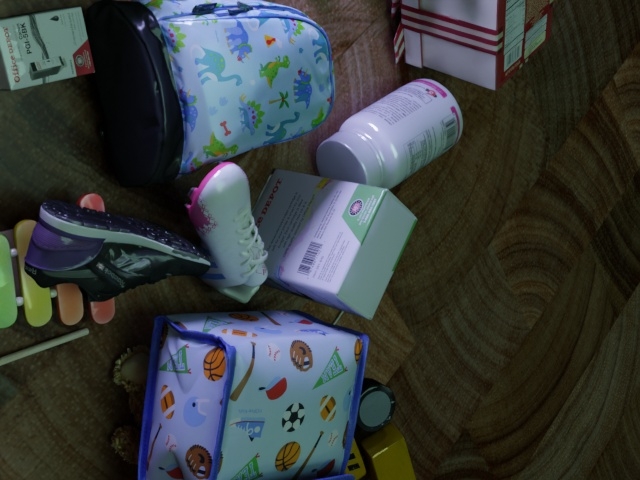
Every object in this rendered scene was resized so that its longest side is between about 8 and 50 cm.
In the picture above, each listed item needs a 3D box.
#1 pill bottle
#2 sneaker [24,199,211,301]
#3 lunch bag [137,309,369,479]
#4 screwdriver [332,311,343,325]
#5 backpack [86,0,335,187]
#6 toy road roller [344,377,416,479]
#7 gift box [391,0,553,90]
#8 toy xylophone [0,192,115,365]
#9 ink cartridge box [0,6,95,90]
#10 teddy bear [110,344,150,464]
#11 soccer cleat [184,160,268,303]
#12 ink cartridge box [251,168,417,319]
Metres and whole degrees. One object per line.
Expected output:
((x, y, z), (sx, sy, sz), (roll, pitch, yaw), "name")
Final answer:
((0.135, -0.195, 1.664), (0.283, 0.160, 0.160), (-34, 121, -33), "pill bottle")
((-0.300, 0.032, 1.251), (0.283, 0.107, 0.124), (16, 102, -40), "sneaker")
((-0.110, 0.324, 1.378), (0.328, 0.239, 0.385), (5, 98, -45), "lunch bag")
((0.054, 0.135, 1.757), (0.170, 0.024, 0.025), (-52, 159, -19), "screwdriver")
((-0.150, -0.255, 1.344), (0.355, 0.273, 0.290), (-23, 113, -49), "backpack")
((0.024, 0.411, 1.675), (0.240, 0.202, 0.330), (-29, 113, -22), "toy road roller")
((0.296, -0.458, 1.701), (0.255, 0.258, 0.276), (-40, 144, -32), "gift box")
((-0.422, 0.071, 1.253), (0.322, 0.081, 0.236), (-24, 115, -37), "toy xylophone")
((-0.404, -0.275, 1.211), (0.135, 0.056, 0.099), (-25, 116, -38), "ink cartridge box")
((-0.247, 0.316, 1.472), (0.245, 0.113, 0.338), (-47, 120, -34), "teddy bear")
((-0.134, -0.006, 1.364), (0.116, 0.143, 0.331), (-46, 168, -24), "soccer cleat")
((0.000, 0.000, 1.500), (0.117, 0.278, 0.201), (38, 73, -44), "ink cartridge box")
